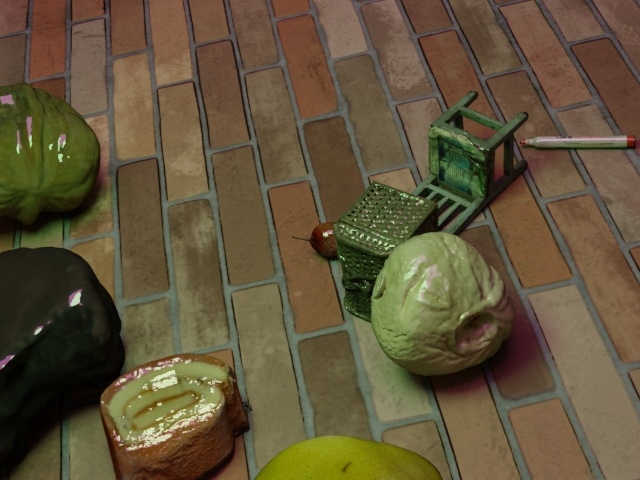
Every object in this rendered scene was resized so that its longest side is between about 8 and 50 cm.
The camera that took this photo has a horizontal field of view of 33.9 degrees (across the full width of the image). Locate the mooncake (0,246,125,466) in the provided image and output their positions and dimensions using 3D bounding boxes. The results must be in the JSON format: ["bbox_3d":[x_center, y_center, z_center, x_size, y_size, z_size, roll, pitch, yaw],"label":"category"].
[{"bbox_3d":[-0.519,0.183,1.738,0.381,0.212,0.350,-31,46,-10],"label":"mooncake"}]

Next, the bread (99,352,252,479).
[{"bbox_3d":[-0.229,0.281,1.648,0.244,0.123,0.190,-26,45,-15],"label":"bread"}]

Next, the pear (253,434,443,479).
[{"bbox_3d":[0.042,0.385,1.384,0.285,0.285,0.336,26,54,32],"label":"pear"}]

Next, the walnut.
[{"bbox_3d":[-0.589,-0.168,2.068,0.253,0.282,0.277,-53,40,16],"label":"walnut"}]

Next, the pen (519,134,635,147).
[{"bbox_3d":[0.495,-0.191,2.025,0.218,0.026,0.026,1,46,13],"label":"pen"}]

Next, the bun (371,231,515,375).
[{"bbox_3d":[0.199,0.101,1.639,0.244,0.244,0.153,-33,24,-20],"label":"bun"}]

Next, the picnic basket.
[{"bbox_3d":[0.109,0.032,1.770,0.134,0.196,0.154,22,53,26],"label":"picnic basket"}]

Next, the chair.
[{"bbox_3d":[0.255,-0.138,1.941,0.136,0.147,0.270,31,57,34],"label":"chair"}]

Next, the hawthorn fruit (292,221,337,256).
[{"bbox_3d":[0.000,0.000,1.908,0.103,0.067,0.067,-7,44,-13],"label":"hawthorn fruit"}]
